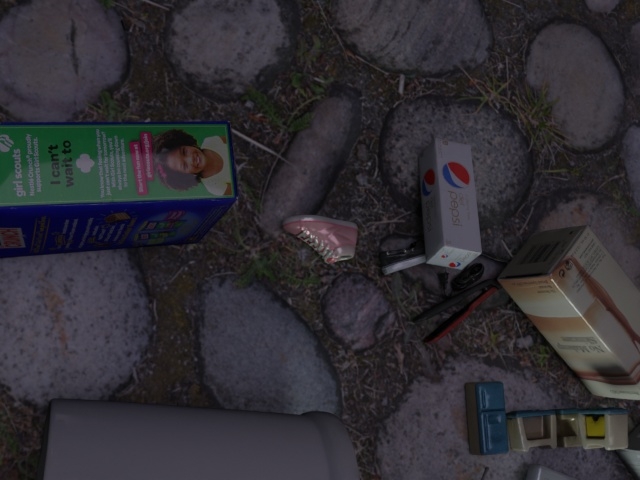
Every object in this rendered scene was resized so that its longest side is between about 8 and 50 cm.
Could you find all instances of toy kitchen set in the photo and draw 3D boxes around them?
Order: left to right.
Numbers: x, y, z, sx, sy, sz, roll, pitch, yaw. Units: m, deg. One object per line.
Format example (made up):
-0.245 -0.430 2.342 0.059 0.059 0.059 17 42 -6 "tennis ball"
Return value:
0.374 0.290 1.492 0.207 0.166 0.122 0 80 -21 "toy kitchen set"

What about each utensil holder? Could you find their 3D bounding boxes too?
-0.181 0.377 1.183 0.385 0.327 0.328 8 77 -17 "utensil holder"

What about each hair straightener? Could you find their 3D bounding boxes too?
0.246 0.083 1.547 0.230 0.047 0.089 -33 93 -23 "hair straightener"

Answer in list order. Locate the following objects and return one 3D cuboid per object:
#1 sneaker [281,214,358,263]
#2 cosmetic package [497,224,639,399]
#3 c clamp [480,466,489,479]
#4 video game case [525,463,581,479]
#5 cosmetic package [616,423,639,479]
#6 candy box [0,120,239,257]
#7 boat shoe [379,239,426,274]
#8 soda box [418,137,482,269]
0.000 0.000 1.466 0.134 0.051 0.070 8 72 -24 "sneaker"
0.466 0.127 1.551 0.296 0.153 0.129 47 67 -12 "cosmetic package"
0.288 0.481 1.481 0.137 0.022 0.161 -48 112 -34 "c clamp"
0.439 0.581 1.518 0.300 0.036 0.329 24 71 -21 "video game case"
0.660 0.434 1.611 0.127 0.107 0.238 -34 96 -23 "cosmetic package"
-0.302 -0.068 1.246 0.317 0.268 0.122 -5 78 -22 "candy box"
0.165 0.020 1.529 0.142 0.049 0.040 -17 86 -21 "boat shoe"
0.218 -0.064 1.524 0.074 0.069 0.216 10 59 -19 "soda box"
